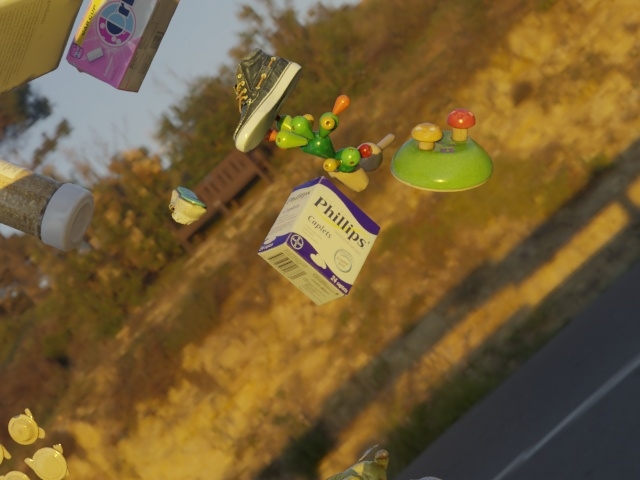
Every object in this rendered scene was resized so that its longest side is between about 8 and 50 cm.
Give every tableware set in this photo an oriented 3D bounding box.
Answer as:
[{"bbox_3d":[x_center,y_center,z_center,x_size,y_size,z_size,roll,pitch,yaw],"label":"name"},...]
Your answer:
[{"bbox_3d":[-0.519,0.374,2.025,0.168,0.141,0.020,-31,6,18],"label":"tableware set"}]

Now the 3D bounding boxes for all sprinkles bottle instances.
[{"bbox_3d":[-0.602,-0.095,2.186,0.121,0.355,0.121,21,-90,-81],"label":"sprinkles bottle"}]

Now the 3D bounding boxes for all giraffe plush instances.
[{"bbox_3d":[0.068,0.439,1.809,0.210,0.170,0.181,-33,-3,-33],"label":"giraffe plush"}]

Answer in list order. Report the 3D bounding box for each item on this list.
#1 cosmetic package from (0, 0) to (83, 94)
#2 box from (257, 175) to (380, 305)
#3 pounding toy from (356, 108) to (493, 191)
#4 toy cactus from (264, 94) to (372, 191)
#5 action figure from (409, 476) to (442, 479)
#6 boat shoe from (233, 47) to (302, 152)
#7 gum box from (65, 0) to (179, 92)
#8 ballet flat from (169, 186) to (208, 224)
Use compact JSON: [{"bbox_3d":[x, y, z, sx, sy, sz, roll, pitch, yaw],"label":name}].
[{"bbox_3d":[-0.363,-0.248,1.216,0.183,0.151,0.151,-37,-14,-48],"label":"cosmetic package"},{"bbox_3d":[0.000,0.000,1.697,0.072,0.126,0.137,-24,32,49],"label":"box"},{"bbox_3d":[0.193,-0.178,2.097,0.183,0.237,0.110,-43,-40,-52],"label":"pounding toy"},{"bbox_3d":[0.014,-0.145,1.818,0.219,0.180,0.112,16,70,47],"label":"toy cactus"},{"bbox_3d":[0.190,0.574,2.150,0.341,0.330,0.178,-19,30,-21],"label":"action figure"},{"bbox_3d":[-0.103,-0.211,1.762,0.183,0.083,0.065,-59,-10,-35],"label":"boat shoe"},{"bbox_3d":[-0.298,-0.324,1.782,0.188,0.107,0.062,-63,-19,12],"label":"gum box"},{"bbox_3d":[-0.219,-0.050,1.936,0.052,0.057,0.168,-66,14,4],"label":"ballet flat"}]
